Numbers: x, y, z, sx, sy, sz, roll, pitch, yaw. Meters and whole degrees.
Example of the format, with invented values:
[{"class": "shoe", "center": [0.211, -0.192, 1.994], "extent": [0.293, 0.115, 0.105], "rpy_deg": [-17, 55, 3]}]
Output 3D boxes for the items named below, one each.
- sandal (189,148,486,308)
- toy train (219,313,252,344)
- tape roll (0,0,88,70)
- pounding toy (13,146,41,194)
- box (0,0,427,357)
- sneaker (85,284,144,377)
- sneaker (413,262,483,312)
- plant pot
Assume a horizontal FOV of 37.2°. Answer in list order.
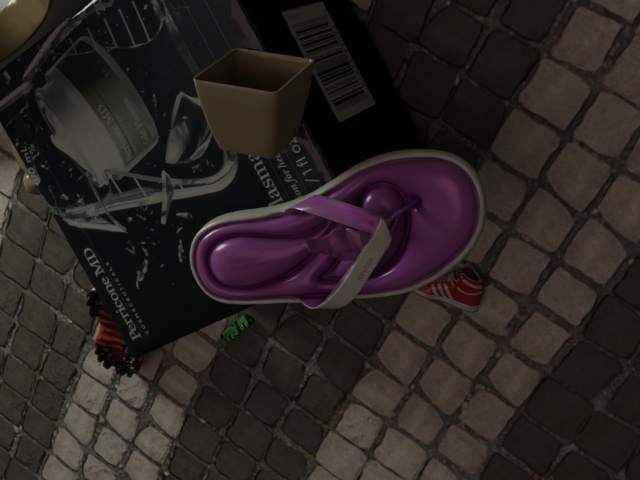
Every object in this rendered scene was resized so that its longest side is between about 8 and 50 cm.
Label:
[{"class": "sandal", "center": [0.006, 0.014, 1.157], "extent": [0.416, 0.102, 0.169], "rpy_deg": [-18, 101, 30]}, {"class": "toy train", "center": [-0.151, 0.157, 1.684], "extent": [0.083, 0.017, 0.024], "rpy_deg": [-40, 78, 33]}, {"class": "tape roll", "center": [-0.515, -0.347, 1.463], "extent": [0.072, 0.392, 0.392], "rpy_deg": [49, 123, 4]}, {"class": "pounding toy", "center": [-0.435, -0.137, 1.688], "extent": [0.183, 0.110, 0.237], "rpy_deg": [34, 151, 0]}, {"class": "box", "center": [-0.156, -0.152, 1.411], "extent": [0.471, 0.297, 0.480], "rpy_deg": [-25, 96, 34]}, {"class": "sneaker", "center": [-0.355, 0.139, 1.739], "extent": [0.097, 0.135, 0.276], "rpy_deg": [15, 139, 9]}, {"class": "sneaker", "center": [0.192, 0.060, 1.452], "extent": [0.118, 0.042, 0.067], "rpy_deg": [18, 120, 12]}, {"class": "plant pot", "center": [-0.076, -0.160, 1.138], "extent": [0.109, 0.109, 0.096], "rpy_deg": [12, 124, 20]}]
